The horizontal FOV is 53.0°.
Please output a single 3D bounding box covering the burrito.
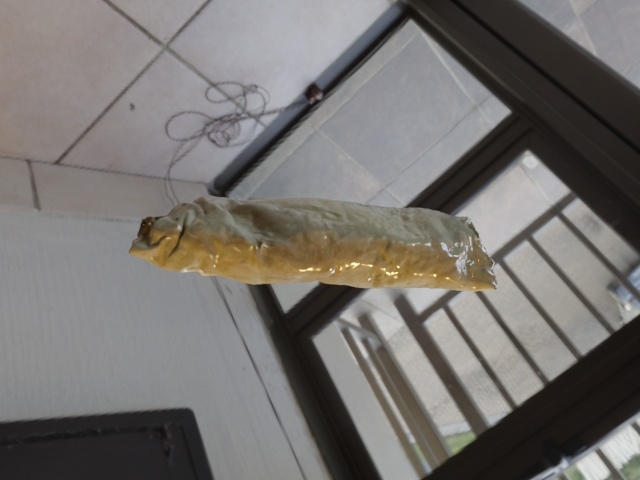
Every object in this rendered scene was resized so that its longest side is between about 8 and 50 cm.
[{"bbox_3d":[0.000,0.000,0.699,0.392,0.117,0.076,4,129,-7],"label":"burrito"}]
